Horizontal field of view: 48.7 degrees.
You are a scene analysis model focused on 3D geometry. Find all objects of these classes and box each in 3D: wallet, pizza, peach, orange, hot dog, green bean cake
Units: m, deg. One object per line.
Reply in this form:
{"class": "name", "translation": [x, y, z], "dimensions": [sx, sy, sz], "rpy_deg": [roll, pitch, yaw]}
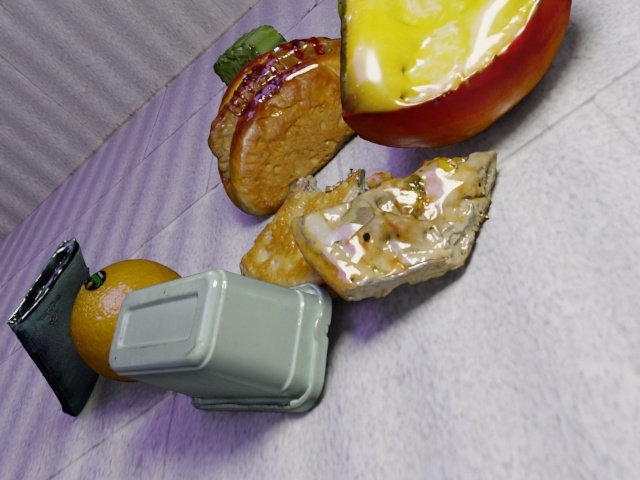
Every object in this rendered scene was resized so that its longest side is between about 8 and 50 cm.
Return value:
{"class": "wallet", "translation": [-0.468, 0.176, 1.327], "dimensions": [0.379, 0.046, 0.190], "rpy_deg": [96, -168, -54]}
{"class": "pizza", "translation": [0.000, 0.000, 1.101], "dimensions": [0.323, 0.089, 0.223], "rpy_deg": [-2, 57, 52]}
{"class": "peach", "translation": [0.188, -0.285, 1.050], "dimensions": [0.380, 0.242, 0.306], "rpy_deg": [-30, 57, 3]}
{"class": "orange", "translation": [-0.327, 0.140, 1.247], "dimensions": [0.236, 0.236, 0.236], "rpy_deg": [-35, 30, 23]}
{"class": "hot dog", "translation": [-0.068, -0.250, 1.387], "dimensions": [0.405, 0.223, 0.185], "rpy_deg": [-42, 25, 8]}
{"class": "pizza", "translation": [0.116, -0.031, 0.920], "dimensions": [0.297, 0.071, 0.189], "rpy_deg": [-22, 46, -5]}
{"class": "green bean cake", "translation": [-0.129, -0.386, 1.667], "dimensions": [0.200, 0.214, 0.113], "rpy_deg": [-5, 42, 53]}

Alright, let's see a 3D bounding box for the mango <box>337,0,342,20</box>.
{"class": "mango", "translation": [0.134, -0.505, 1.515], "dimensions": [0.185, 0.149, 0.273], "rpy_deg": [-35, 35, 9]}

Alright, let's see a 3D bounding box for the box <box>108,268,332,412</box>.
{"class": "box", "translation": [-0.153, 0.137, 0.989], "dimensions": [0.312, 0.182, 0.175], "rpy_deg": [-14, 61, 47]}
